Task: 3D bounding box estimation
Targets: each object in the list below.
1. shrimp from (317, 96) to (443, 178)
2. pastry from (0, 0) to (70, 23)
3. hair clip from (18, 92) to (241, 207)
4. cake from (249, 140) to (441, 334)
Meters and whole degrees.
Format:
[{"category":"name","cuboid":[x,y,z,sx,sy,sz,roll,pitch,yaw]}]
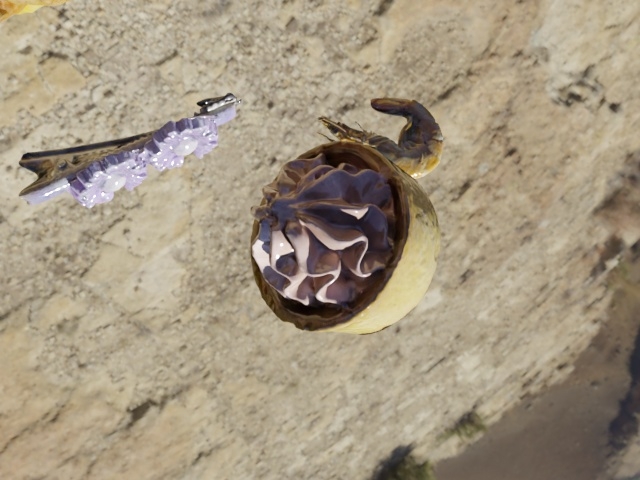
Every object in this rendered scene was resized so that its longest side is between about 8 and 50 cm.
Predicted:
[{"category":"shrimp","cuboid":[0.078,-0.136,0.973,0.162,0.045,0.095,23,106,-7]},{"category":"pastry","cuboid":[-0.222,-0.341,0.584,0.405,0.292,0.338,88,24,-57]},{"category":"hair clip","cuboid":[-0.228,-0.112,0.978,0.292,0.085,0.106,-22,165,-10]},{"category":"cake","cuboid":[0.000,0.000,0.787,0.178,0.185,0.207,8,143,-46]}]
